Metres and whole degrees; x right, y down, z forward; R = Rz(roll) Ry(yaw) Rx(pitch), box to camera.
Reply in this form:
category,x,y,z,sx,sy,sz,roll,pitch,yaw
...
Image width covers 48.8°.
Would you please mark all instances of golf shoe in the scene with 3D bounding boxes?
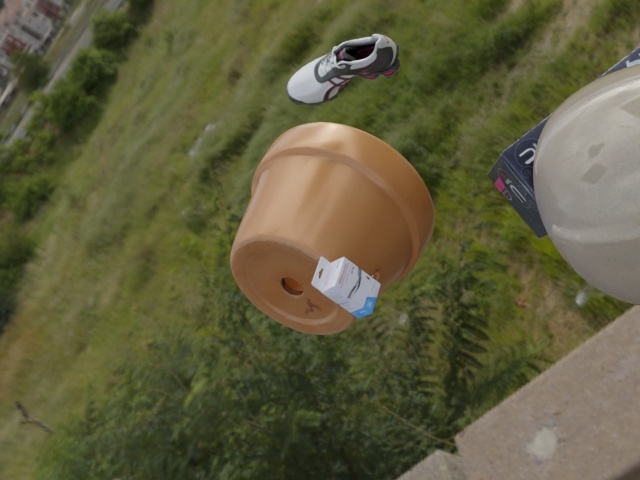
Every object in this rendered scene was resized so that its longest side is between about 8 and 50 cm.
category,x,y,z,sx,sy,sz,roll,pitch,yaw
golf shoe,0.036,-0.383,1.538,0.273,0.120,0.105,-18,75,19

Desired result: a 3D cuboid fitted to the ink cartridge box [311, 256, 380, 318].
category,x,y,z,sx,sy,sz,roll,pitch,yaw
ink cartridge box,0.033,0.056,0.896,0.028,0.083,0.048,-28,34,46

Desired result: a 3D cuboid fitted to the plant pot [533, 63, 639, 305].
category,x,y,z,sx,sy,sz,roll,pitch,yaw
plant pot,0.402,-0.081,0.754,0.191,0.284,0.284,131,161,-73

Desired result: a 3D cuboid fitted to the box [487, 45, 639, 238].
category,x,y,z,sx,sy,sz,roll,pitch,yaw
box,0.408,-0.143,1.064,0.270,0.143,0.165,-38,-8,1

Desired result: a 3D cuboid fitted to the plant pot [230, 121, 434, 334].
category,x,y,z,sx,sy,sz,roll,pitch,yaw
plant pot,0.000,0.000,1.048,0.291,0.291,0.203,-22,27,46
